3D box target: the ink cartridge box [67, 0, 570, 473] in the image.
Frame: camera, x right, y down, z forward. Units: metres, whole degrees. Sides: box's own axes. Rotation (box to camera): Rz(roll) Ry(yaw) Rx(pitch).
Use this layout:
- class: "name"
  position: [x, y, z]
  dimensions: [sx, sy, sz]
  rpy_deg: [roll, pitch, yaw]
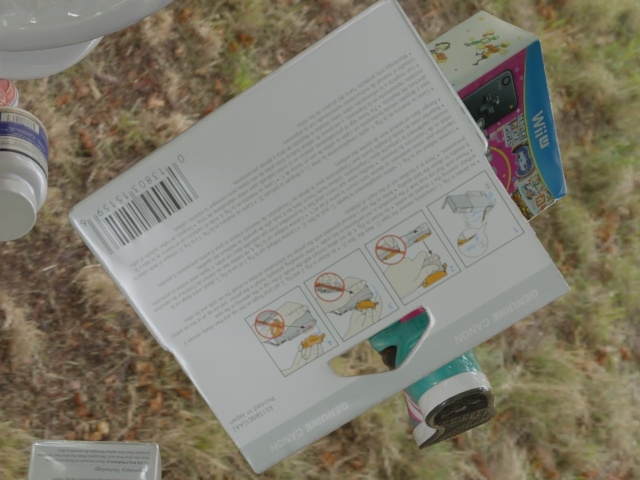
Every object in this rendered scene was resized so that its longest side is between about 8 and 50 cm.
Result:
- class: "ink cartridge box"
  position: [0.000, 0.000, 0.719]
  dimensions: [0.275, 0.060, 0.239]
  rpy_deg: [-32, 101, 10]

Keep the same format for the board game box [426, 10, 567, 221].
- class: "board game box"
  position: [0.105, -0.067, 1.063]
  dimensions: [0.303, 0.097, 0.224]
  rpy_deg: [-35, 133, -13]

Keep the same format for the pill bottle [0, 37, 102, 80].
- class: "pill bottle"
  position: [-0.401, -0.331, 1.195]
  dimensions: [0.229, 0.408, 0.229]
  rpy_deg: [-9, 111, -25]

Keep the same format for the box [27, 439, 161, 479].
- class: "box"
  position: [-0.182, 0.215, 0.807]
  dimensions: [0.102, 0.101, 0.087]
  rpy_deg: [3, 65, -7]

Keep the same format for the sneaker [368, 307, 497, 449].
- class: "sneaker"
  position: [0.128, 0.149, 1.228]
  dimensions: [0.124, 0.295, 0.178]
  rpy_deg: [-22, 68, -4]

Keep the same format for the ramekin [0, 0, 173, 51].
- class: "ramekin"
  position: [-0.128, -0.191, 0.394]
  dimensions: [0.207, 0.109, 0.207]
  rpy_deg: [1, 70, -2]

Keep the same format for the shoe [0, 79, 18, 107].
- class: "shoe"
  position: [-0.488, -0.218, 1.461]
  dimensions: [0.064, 0.081, 0.178]
  rpy_deg: [11, 32, -1]

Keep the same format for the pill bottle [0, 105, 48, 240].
- class: "pill bottle"
  position: [-0.423, -0.088, 1.340]
  dimensions: [0.112, 0.112, 0.186]
  rpy_deg: [24, 29, -29]
